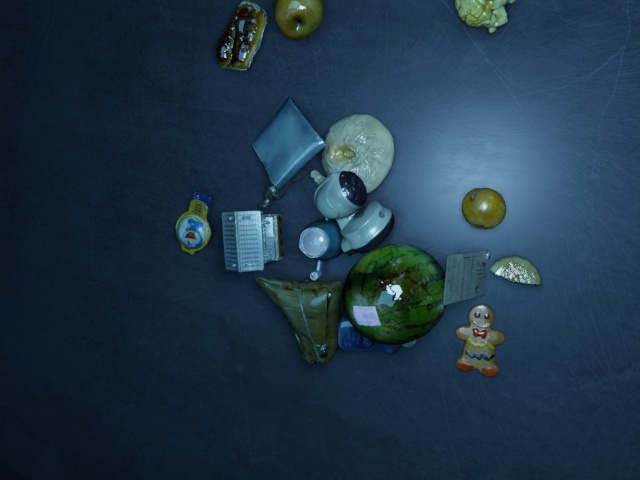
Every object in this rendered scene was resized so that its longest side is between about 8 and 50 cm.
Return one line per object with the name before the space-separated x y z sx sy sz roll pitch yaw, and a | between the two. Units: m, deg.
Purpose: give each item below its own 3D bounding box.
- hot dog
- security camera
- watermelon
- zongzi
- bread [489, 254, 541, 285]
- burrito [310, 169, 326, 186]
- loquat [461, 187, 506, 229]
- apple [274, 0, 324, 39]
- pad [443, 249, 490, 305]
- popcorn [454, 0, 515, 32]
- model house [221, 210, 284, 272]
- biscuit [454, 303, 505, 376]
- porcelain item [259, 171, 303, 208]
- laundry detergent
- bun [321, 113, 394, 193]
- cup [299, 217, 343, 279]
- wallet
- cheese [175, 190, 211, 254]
hot dog | -0.307 -0.788 1.655 0.162 0.081 0.271 31 104 13
security camera | 0.105 -0.111 1.458 0.191 0.197 0.277 -29 113 40
watermelon | 0.246 0.176 1.416 0.362 0.363 0.364 2 96 19
zongzi | -0.102 0.297 1.643 0.359 0.160 0.324 6 97 15
bread | 0.640 0.096 1.406 0.156 0.083 0.095 2 93 17
burrito | 0.033 -0.192 1.609 0.188 0.058 0.045 43 82 12
loquat | 0.533 -0.106 1.398 0.140 0.141 0.141 2 96 19
apple | -0.076 -0.824 1.527 0.182 0.182 0.155 -14 61 20
pad | 0.479 0.117 1.384 0.009 0.264 0.160 12 101 48
popcorn | 0.511 -0.760 1.314 0.167 0.185 0.188 62 141 26
model house | -0.267 -0.003 1.648 0.198 0.215 0.225 0 95 21
biscuit | 0.553 0.345 1.487 0.165 0.036 0.251 7 97 18
porcelain item | -0.168 -0.203 1.663 0.216 0.081 0.069 -45 66 18
laundry detergent | 0.211 0.350 1.571 0.289 0.094 0.144 4 107 17
bun | 0.124 -0.310 1.516 0.286 0.146 0.288 1 93 19
cup | 0.000 0.000 1.576 0.167 0.173 0.300 12 100 19
wallet | -0.133 -0.366 1.599 0.251 0.054 0.291 -43 58 16
cheese | -0.534 -0.074 1.811 0.176 0.069 0.271 23 103 16
